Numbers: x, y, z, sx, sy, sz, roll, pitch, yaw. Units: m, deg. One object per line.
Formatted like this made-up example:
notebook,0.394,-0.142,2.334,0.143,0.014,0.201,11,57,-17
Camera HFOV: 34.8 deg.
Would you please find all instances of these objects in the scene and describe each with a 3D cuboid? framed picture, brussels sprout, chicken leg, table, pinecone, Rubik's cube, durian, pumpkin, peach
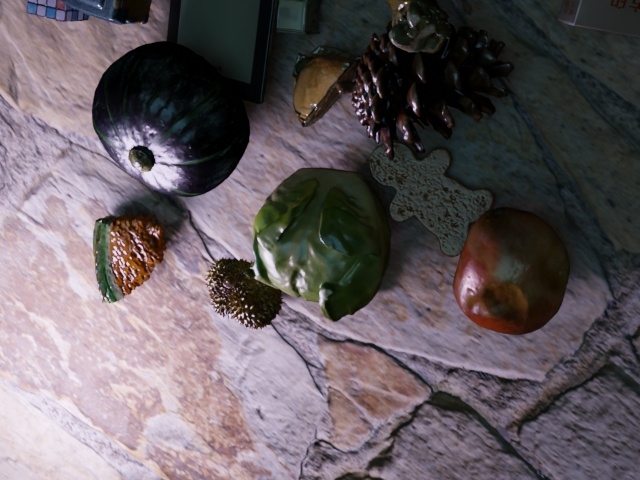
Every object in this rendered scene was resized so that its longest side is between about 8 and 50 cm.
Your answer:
framed picture,-0.189,-0.455,1.946,0.265,0.016,0.347,19,109,32
brussels sprout,0.002,0.000,1.908,0.259,0.227,0.295,5,83,21
chicken leg,0.111,-0.464,1.726,0.153,0.201,0.429,101,153,-53
table,-0.038,-0.429,1.904,0.062,0.079,0.083,10,105,18
pinecone,0.185,-0.271,1.792,0.309,0.244,0.244,-7,102,9
Rubik's cube,-0.523,-0.494,2.052,0.092,0.092,0.092,16,109,16
durian,-0.146,0.106,2.038,0.137,0.168,0.158,-40,59,11
pumpkin,-0.291,-0.218,1.938,0.315,0.238,0.315,22,139,21
peach,0.338,0.042,1.821,0.214,0.214,0.236,4,127,19

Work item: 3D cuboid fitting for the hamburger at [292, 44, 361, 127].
hamburger,-0.001,-0.307,1.926,0.102,0.087,0.176,49,122,15

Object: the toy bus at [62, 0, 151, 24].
toy bus,-0.383,-0.555,1.946,0.138,0.167,0.275,22,111,12

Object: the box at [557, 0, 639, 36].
box,0.517,-0.513,1.631,0.051,0.204,0.365,40,122,52

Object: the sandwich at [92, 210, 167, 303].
sandwich,-0.399,0.032,2.149,0.159,0.109,0.185,-3,102,0

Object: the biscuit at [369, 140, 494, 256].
biscuit,0.199,-0.094,1.919,0.250,0.036,0.165,36,95,5
